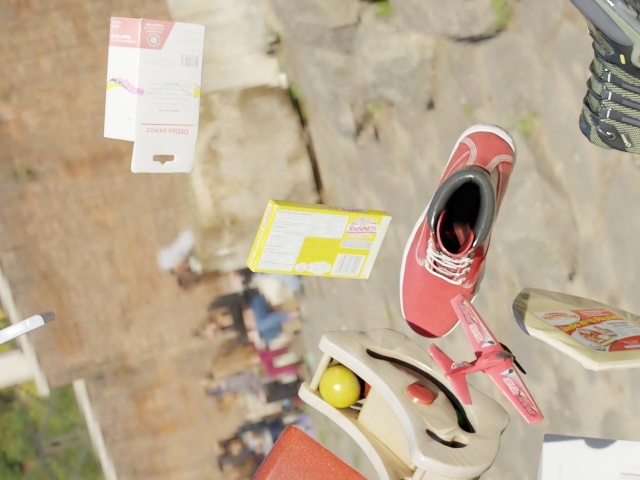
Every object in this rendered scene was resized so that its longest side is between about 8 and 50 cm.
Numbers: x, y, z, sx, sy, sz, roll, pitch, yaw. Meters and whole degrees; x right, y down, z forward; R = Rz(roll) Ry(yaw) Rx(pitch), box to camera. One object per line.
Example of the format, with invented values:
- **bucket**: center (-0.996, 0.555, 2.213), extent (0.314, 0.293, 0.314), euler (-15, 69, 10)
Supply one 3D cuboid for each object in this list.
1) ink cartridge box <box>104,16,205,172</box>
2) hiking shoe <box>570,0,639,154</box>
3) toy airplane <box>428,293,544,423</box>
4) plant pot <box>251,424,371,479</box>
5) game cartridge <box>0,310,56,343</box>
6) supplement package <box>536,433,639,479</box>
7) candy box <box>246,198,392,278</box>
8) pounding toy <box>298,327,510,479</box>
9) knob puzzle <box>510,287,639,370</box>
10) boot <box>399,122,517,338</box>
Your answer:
- **ink cartridge box**: center (-0.220, -0.190, 1.865), extent (0.067, 0.115, 0.198), euler (11, 99, 42)
- **hiking shoe**: center (0.242, -0.122, 1.115), extent (0.227, 0.114, 0.086), euler (46, -147, -23)
- **toy airplane**: center (0.155, 0.122, 1.366), extent (0.151, 0.028, 0.151), euler (37, -151, -24)
- **plant pot**: center (-0.019, 0.418, 1.569), extent (0.267, 0.236, 0.267), euler (35, 144, 14)
- **game cartridge**: center (-0.347, 0.103, 1.616), extent (0.056, 0.083, 0.017), euler (-53, -62, -82)
- **supplement package**: center (0.341, 0.375, 1.824), extent (0.244, 0.133, 0.139), euler (87, -170, -50)
- **candy box**: center (0.000, 0.000, 2.003), extent (0.027, 0.205, 0.105), euler (41, 118, 48)
- **pounding toy**: center (0.086, 0.219, 1.378), extent (0.269, 0.154, 0.155), euler (36, 120, 25)
- **knob puzzle**: center (0.295, 0.103, 1.584), extent (0.213, 0.213, 0.030), euler (-121, 41, -66)
- **boot**: center (0.124, 0.018, 1.418), extent (0.176, 0.088, 0.244), euler (-60, -13, -62)
